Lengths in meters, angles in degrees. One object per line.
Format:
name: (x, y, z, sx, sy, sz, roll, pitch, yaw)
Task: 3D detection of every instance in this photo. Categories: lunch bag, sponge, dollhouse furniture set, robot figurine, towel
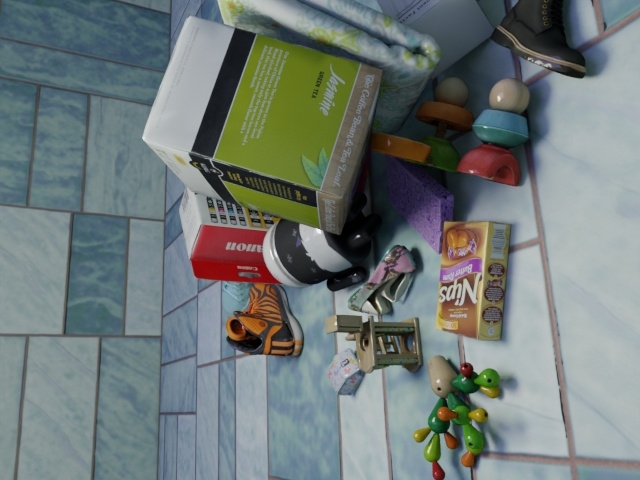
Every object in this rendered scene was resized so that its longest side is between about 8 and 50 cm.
lunch bag: (0.055, 0.287, 1.310, 0.083, 0.053, 0.071, -59, 37, 25)
sponge: (0.180, -0.079, 1.110, 0.210, 0.031, 0.117, -125, 23, -51)
dollhouse furniture set: (0.073, 0.209, 1.144, 0.161, 0.181, 0.101, -32, 57, 57)
robot figurine: (0.000, -0.003, 1.306, 0.278, 0.173, 0.209, -29, 64, 37)
towel: (0.003, -0.326, 1.054, 0.320, 0.374, 0.090, 108, -174, -84)

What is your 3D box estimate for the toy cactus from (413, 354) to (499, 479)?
toy cactus: (0.209, 0.267, 0.977, 0.180, 0.112, 0.219, -107, 25, -54)

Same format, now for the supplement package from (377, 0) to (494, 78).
supplement package: (0.182, -0.434, 1.059, 0.139, 0.134, 0.244, -34, 50, 23)

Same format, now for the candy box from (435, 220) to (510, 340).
candy box: (0.247, 0.062, 0.975, 0.109, 0.053, 0.187, 3, 89, 62)

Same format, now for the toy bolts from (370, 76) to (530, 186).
toy bolts: (0.215, -0.192, 0.949, 0.228, 0.218, 0.159, 22, 100, 44)

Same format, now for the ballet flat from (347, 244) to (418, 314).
ballet flat: (0.124, 0.100, 1.199, 0.079, 0.076, 0.221, 57, 137, 23)

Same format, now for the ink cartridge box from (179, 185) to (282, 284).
ink cartridge box: (-0.191, -0.024, 1.568, 0.130, 0.309, 0.272, -64, 34, 35)

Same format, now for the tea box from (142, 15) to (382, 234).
tea box: (-0.082, -0.176, 1.043, 0.329, 0.323, 0.220, 87, -159, -81)

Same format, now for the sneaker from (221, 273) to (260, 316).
sneaker: (-0.261, 0.085, 1.820, 0.135, 0.150, 0.366, 31, 116, 28)

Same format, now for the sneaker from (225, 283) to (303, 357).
sneaker: (-0.181, 0.205, 1.646, 0.321, 0.180, 0.125, 45, 124, 57)

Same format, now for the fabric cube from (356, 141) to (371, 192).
fabric cube: (-0.050, -0.255, 1.393, 0.259, 0.258, 0.254, 20, 103, 62)

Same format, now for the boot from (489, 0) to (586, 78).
boot: (0.335, -0.326, 0.860, 0.137, 0.076, 0.198, -64, 34, 25)
